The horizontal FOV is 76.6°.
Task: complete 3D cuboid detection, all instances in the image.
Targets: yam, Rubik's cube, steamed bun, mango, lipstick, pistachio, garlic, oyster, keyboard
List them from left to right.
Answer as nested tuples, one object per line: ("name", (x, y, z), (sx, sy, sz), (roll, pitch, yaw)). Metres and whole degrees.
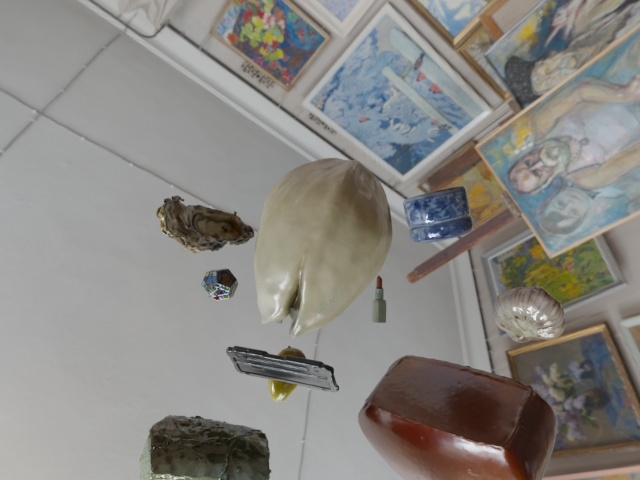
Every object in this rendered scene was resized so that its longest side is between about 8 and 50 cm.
("yam", (-0.262, 0.505, 0.912), (0.272, 0.202, 0.201), (14, -162, -19))
("oyster", (-0.239, -0.019, 0.903), (0.128, 0.079, 0.345), (49, -168, 12))
("Rubik's cube", (-0.306, 0.134, 1.236), (0.111, 0.111, 0.092), (-8, -87, -47))
("keyboard", (-0.089, 0.285, 0.904), (0.016, 0.263, 0.106), (-64, -31, -44))
("mango", (-0.099, 0.393, 1.187), (0.103, 0.076, 0.160), (29, -102, -21))
("pistachio", (0.000, 0.000, 0.623), (0.208, 0.226, 0.331), (26, -137, -5))
("lipstick", (0.161, 0.160, 1.112), (0.030, 0.030, 0.129), (5, -97, -28))
("steamed bun", (0.285, 0.417, 0.872), (0.235, 0.380, 0.247), (-35, -65, -42))
("garlic", (0.469, 0.162, 0.912), (0.147, 0.159, 0.102), (26, -124, 18))

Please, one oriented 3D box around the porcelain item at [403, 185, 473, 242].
("porcelain item", (0.273, -0.056, 0.940), (0.147, 0.147, 0.114), (-12, -89, -49))
